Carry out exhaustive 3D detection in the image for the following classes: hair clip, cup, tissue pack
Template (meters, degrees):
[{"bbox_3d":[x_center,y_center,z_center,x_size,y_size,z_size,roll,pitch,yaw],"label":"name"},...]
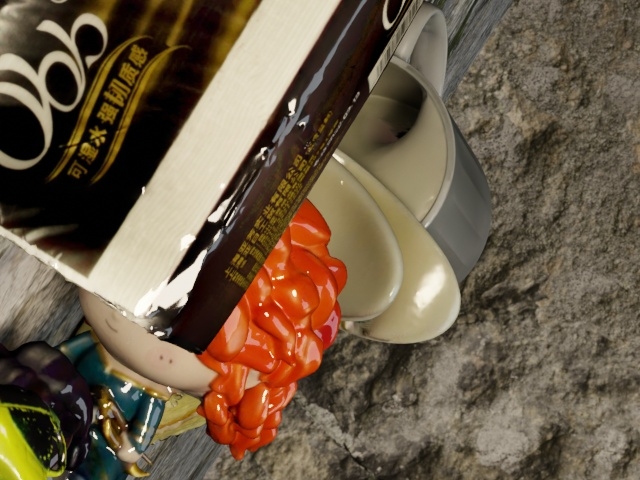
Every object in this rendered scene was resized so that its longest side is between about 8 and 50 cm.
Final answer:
[{"bbox_3d":[0.002,-0.002,1.593,0.172,0.282,0.113,-60,158,7],"label":"hair clip"},{"bbox_3d":[0.069,-0.095,1.816,0.327,0.236,0.323,37,73,-73],"label":"cup"},{"bbox_3d":[-0.059,-0.135,0.990,0.370,0.198,0.210,-58,171,-6],"label":"tissue pack"}]

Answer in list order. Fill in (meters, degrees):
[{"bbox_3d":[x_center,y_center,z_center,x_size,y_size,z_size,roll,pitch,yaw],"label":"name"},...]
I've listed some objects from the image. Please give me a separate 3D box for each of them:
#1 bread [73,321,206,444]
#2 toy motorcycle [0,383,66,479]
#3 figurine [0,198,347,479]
[{"bbox_3d":[-0.165,0.168,1.654,0.236,0.198,0.263,-50,170,-9],"label":"bread"},{"bbox_3d":[-0.280,0.194,1.118,0.206,0.142,0.342,-10,147,-26],"label":"toy motorcycle"},{"bbox_3d":[-0.166,0.107,1.352,0.412,0.241,0.306,-39,145,-12],"label":"figurine"}]
